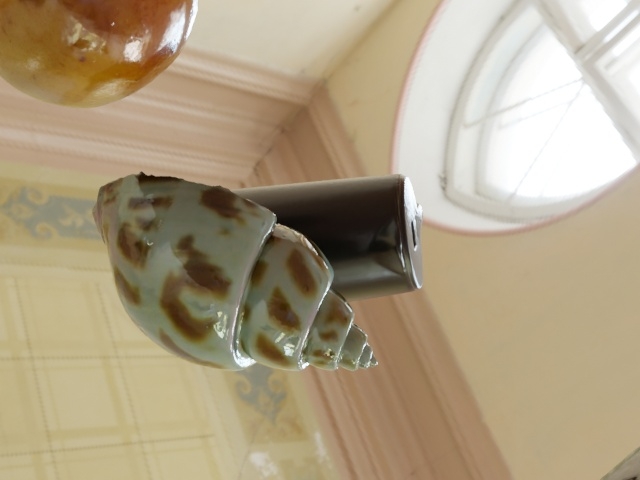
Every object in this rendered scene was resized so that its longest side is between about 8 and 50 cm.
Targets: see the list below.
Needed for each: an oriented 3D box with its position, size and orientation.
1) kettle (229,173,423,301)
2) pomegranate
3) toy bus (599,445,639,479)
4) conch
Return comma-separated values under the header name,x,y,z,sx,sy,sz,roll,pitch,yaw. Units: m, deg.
name,x,y,z,sx,sy,sz,roll,pitch,yaw
kettle,0.000,0.013,1.373,0.262,0.308,0.203,48,-143,-69
pomegranate,-0.275,-0.277,0.990,0.264,0.264,0.264,27,-141,-24
toy bus,0.207,0.158,0.309,0.113,0.301,0.139,-34,-82,-13
conch,-0.106,0.053,1.093,0.367,0.249,0.197,6,-124,-6
